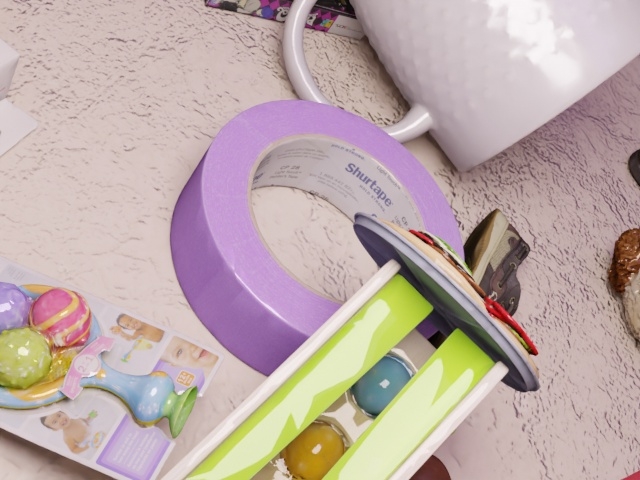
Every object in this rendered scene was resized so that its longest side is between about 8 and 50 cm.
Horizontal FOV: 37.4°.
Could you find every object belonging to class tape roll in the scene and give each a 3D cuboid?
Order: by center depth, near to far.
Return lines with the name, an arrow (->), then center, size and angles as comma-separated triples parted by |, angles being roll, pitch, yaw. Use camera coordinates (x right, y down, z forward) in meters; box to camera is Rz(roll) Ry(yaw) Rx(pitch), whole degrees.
tape roll -> 0.000, 0.000, 0.907 | 0.274, 0.090, 0.275 | 17, 51, -22

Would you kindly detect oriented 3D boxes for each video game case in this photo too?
video game case -> -0.052, -0.363, 1.157 | 0.210, 0.042, 0.232 | 5, 57, -29

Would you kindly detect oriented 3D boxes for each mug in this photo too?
mug -> 0.133, -0.259, 1.047 | 0.374, 0.276, 0.328 | -36, 92, -2

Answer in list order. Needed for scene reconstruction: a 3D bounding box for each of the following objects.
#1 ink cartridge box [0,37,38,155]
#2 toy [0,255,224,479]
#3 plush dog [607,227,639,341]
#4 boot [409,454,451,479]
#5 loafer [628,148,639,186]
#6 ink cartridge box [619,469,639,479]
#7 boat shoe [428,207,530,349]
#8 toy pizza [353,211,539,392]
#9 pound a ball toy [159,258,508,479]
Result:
ink cartridge box -> -0.346, -0.153, 0.816 | 0.198, 0.067, 0.115 | 39, 47, -3
toy -> -0.203, 0.078, 0.715 | 0.237, 0.056, 0.137 | 25, 46, 4
plush dog -> 0.461, 0.060, 1.092 | 0.225, 0.211, 0.263 | -27, 72, -7
boot -> 0.114, 0.234, 0.682 | 0.096, 0.280, 0.264 | 33, 48, -8
loafer -> 0.502, -0.046, 1.250 | 0.080, 0.078, 0.220 | -32, 78, -41
ink cartridge box -> 0.288, 0.421, 0.741 | 0.279, 0.160, 0.385 | 38, 47, -3
boat shoe -> 0.173, 0.053, 0.982 | 0.073, 0.080, 0.224 | 32, 43, -1
toy pizza -> 0.105, 0.044, 0.762 | 0.201, 0.201, 0.032 | 45, 84, 3
pound a ball toy -> 0.011, 0.202, 0.709 | 0.208, 0.136, 0.319 | 44, 72, 9
